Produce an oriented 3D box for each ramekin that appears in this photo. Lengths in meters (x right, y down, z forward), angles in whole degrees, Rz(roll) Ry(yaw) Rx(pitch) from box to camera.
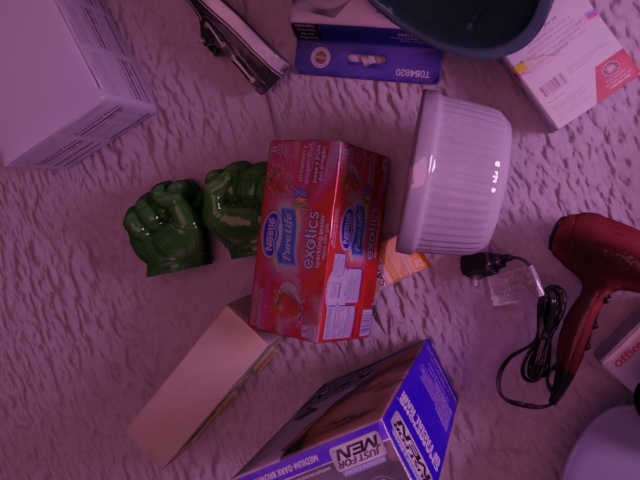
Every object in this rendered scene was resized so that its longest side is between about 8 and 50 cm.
[{"bbox_3d":[0.163,-0.078,0.764,0.109,0.207,0.207,9,97,6],"label":"ramekin"}]

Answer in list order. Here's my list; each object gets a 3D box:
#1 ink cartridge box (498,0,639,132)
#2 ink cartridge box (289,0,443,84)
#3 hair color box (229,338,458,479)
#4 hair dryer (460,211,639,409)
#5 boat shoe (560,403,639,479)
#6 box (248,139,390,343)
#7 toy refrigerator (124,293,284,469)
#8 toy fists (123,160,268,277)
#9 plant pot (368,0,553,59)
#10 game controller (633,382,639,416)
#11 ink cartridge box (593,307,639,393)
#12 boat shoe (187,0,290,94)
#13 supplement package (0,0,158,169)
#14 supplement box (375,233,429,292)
[{"bbox_3d":[0.290,-0.251,0.779,0.115,0.067,0.198,-35,86,16],"label":"ink cartridge box"},{"bbox_3d":[0.070,-0.338,0.846,0.224,0.045,0.223,8,97,16],"label":"ink cartridge box"},{"bbox_3d":[0.052,0.235,0.748,0.185,0.339,0.110,-28,87,17],"label":"hair color box"},{"bbox_3d":[0.339,0.077,0.772,0.294,0.080,0.223,-24,81,34],"label":"hair dryer"},{"bbox_3d":[0.374,0.391,0.775,0.136,0.156,0.366,5,79,28],"label":"boat shoe"},{"bbox_3d":[0.000,0.000,0.825,0.123,0.128,0.256,7,91,36],"label":"box"},{"bbox_3d":[-0.169,0.216,0.936,0.094,0.102,0.269,42,104,9],"label":"toy refrigerator"},{"bbox_3d":[-0.168,-0.036,0.918,0.279,0.096,0.142,-13,90,18],"label":"toy fists"},{"bbox_3d":[0.195,-0.437,0.639,0.341,0.341,0.334,40,82,10],"label":"plant pot"},{"bbox_3d":[0.501,0.228,0.678,0.319,0.067,0.166,43,123,-12],"label":"game controller"},{"bbox_3d":[0.444,0.161,0.771,0.150,0.063,0.109,42,104,9],"label":"ink cartridge box"},{"bbox_3d":[-0.144,-0.305,0.896,0.219,0.078,0.070,45,104,6],"label":"boat shoe"},{"bbox_3d":[-0.420,-0.271,0.944,0.204,0.145,0.261,-28,86,17],"label":"supplement package"},{"bbox_3d":[0.097,0.031,0.875,0.098,0.036,0.062,-29,86,17],"label":"supplement box"}]
